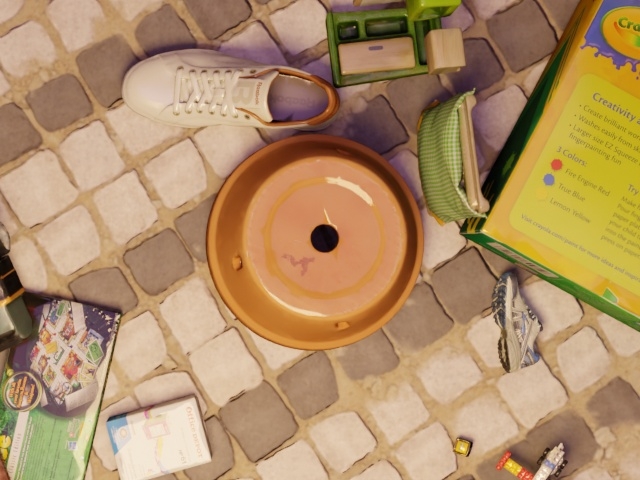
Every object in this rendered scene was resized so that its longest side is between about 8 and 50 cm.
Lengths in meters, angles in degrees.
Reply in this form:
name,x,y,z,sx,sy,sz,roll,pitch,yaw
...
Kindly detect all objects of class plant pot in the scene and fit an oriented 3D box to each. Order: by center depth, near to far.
name,x,y,z,sx,sy,sz,roll,pitch,yaw
plant pot,0.000,0.000,1.697,0.290,0.203,0.291,0,88,-5

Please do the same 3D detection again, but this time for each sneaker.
name,x,y,z,sx,sy,sz,roll,pitch,yaw
sneaker,-0.116,-0.199,1.735,0.290,0.123,0.106,3,90,-3
sneaker,0.266,0.107,1.795,0.058,0.052,0.135,-7,96,-14

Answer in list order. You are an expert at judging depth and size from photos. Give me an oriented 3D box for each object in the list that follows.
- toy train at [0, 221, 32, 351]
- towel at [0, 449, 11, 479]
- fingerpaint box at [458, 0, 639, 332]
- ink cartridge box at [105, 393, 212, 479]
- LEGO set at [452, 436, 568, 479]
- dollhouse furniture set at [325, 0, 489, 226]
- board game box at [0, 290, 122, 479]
name,x,y,z,sx,sy,sz,roll,pitch,yaw
toy train,-0.527,0.096,1.684,0.334,0.142,0.190,-25,95,0
towel,-0.565,0.367,1.682,0.370,0.040,0.271,-24,69,-3
fingerpaint box,0.467,-0.067,1.751,0.444,0.163,0.371,28,87,-5
ink cartridge box,-0.210,0.260,1.750,0.122,0.052,0.089,-15,89,-6
LEGO set,0.249,0.368,1.749,0.182,0.060,0.244,-14,77,12
dollhouse furniture set,0.106,-0.164,1.711,0.151,0.197,0.302,-7,88,-6
board game box,-0.354,0.206,1.753,0.136,0.030,0.260,13,87,-6
